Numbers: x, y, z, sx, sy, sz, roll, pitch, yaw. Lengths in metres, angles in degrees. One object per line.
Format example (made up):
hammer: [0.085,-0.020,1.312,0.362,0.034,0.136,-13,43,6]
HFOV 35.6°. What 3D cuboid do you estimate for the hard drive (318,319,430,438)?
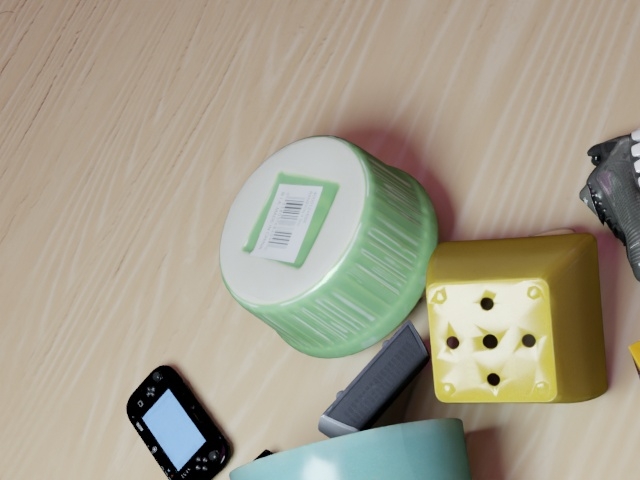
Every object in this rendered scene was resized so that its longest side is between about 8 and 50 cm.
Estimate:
hard drive: [0.070,0.191,1.270,0.054,0.254,0.172,42,80,11]

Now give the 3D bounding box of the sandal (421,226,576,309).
sandal: [0.243,0.057,1.352,0.240,0.088,0.079,-19,54,9]

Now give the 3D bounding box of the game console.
game console: [-0.178,0.339,1.429,0.213,0.044,0.361,-43,57,0]

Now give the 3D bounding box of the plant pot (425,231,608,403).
plant pot: [0.230,0.109,1.228,0.212,0.187,0.212,-4,94,21]

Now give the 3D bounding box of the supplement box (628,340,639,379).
supplement box: [0.477,0.161,1.136,0.191,0.194,0.129,-29,58,9]

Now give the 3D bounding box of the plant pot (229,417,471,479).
plant pot: [0.055,0.362,1.183,0.293,0.293,0.235,-18,71,15]

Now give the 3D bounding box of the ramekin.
ramekin: [0.000,0.000,1.403,0.303,0.148,0.303,-22,53,32]

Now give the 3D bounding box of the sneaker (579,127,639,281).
sneaker: [0.404,-0.044,1.339,0.106,0.078,0.234,-9,59,23]
